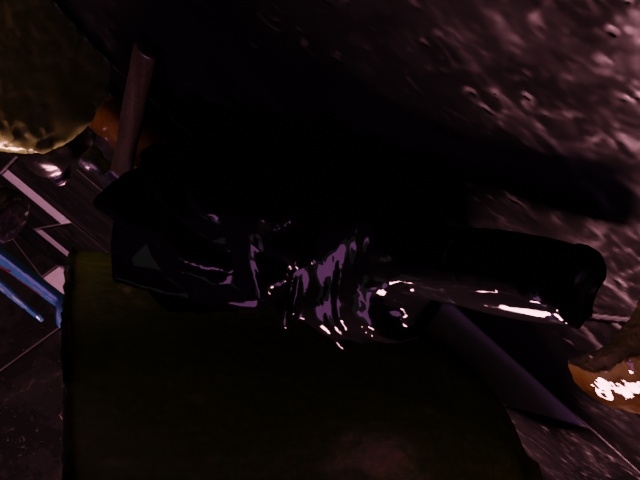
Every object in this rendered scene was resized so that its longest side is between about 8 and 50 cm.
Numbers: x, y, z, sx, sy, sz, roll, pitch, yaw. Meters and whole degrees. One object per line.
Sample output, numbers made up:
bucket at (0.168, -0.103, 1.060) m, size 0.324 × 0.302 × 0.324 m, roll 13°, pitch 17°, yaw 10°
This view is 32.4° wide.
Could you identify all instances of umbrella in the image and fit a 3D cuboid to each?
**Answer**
umbrella at (0.000, 0.000, 0.546) m, size 0.118 × 0.118 × 0.340 m, roll 45°, pitch 159°, yaw -29°

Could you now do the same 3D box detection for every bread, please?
bread at (-0.209, -0.111, 0.699) m, size 0.114 × 0.111 × 0.129 m, roll 12°, pitch 157°, yaw 45°

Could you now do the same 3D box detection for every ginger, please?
ginger at (0.148, 0.045, 0.396) m, size 0.137 × 0.044 × 0.057 m, roll 3°, pitch 114°, yaw 59°

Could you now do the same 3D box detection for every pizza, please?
pizza at (-0.113, -0.028, 0.831) m, size 0.185 × 0.052 × 0.195 m, roll 43°, pitch 167°, yaw -7°

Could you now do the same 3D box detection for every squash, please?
squash at (-0.014, 0.146, 0.757) m, size 0.309 × 0.310 × 0.310 m, roll -4°, pitch 171°, yaw -10°

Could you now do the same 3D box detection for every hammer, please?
hammer at (-0.116, -0.069, 0.683) m, size 0.062 × 0.017 × 0.182 m, roll 39°, pitch 154°, yaw 2°

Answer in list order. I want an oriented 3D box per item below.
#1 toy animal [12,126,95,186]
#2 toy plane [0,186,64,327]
toy animal at (-0.336, -0.158, 0.841) m, size 0.168 × 0.106 × 0.343 m, roll -12°, pitch 137°, yaw 44°
toy plane at (-0.289, -0.032, 0.803) m, size 0.254 × 0.105 × 0.271 m, roll 28°, pitch 150°, yaw 22°
